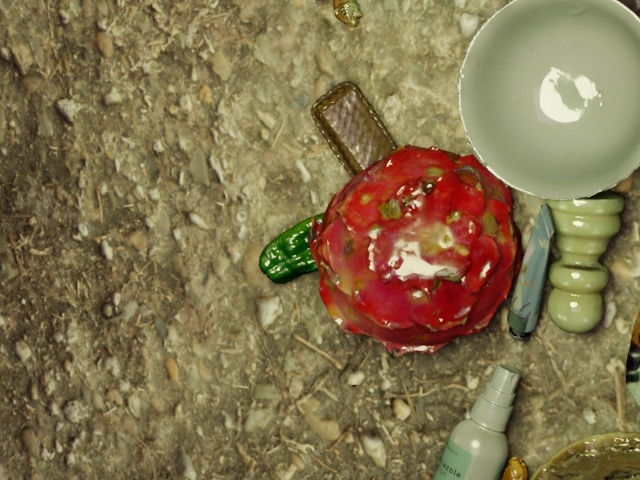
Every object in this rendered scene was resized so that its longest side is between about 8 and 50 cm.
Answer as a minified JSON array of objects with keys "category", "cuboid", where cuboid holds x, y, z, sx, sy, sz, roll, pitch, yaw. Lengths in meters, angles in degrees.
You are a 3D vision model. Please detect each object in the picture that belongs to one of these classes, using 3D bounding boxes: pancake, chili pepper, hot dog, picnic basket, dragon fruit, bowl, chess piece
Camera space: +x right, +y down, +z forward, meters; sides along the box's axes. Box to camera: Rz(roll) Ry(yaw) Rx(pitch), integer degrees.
[{"category":"pancake","cuboid":[0.523,0.508,1.857,0.386,0.082,0.387,4,100,23]},{"category":"chili pepper","cuboid":[0.001,0.001,2.016,0.253,0.083,0.099,-23,87,15]},{"category":"hot dog","cuboid":[0.332,0.465,1.930,0.045,0.071,0.165,20,100,15]},{"category":"picnic basket","cuboid":[0.070,-0.195,1.987,0.110,0.055,0.193,-35,82,20]},{"category":"dragon fruit","cuboid":[0.163,0.022,1.851,0.386,0.249,0.371,4,96,4]},{"category":"bowl","cuboid":[0.413,-0.248,1.789,0.345,0.157,0.346,7,107,26]},{"category":"chess piece","cuboid":[0.443,0.037,1.839,0.133,0.133,0.243,6,102,20]}]

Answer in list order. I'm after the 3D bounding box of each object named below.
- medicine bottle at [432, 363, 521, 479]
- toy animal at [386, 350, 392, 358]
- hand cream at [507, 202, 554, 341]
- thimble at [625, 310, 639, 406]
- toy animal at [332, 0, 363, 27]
[{"category":"medicine bottle","cuboid":[0.274,0.387,1.925,0.110,0.110,0.352,22,101,17]},{"category":"toy animal","cuboid":[0.102,0.113,2.008,0.074,0.041,0.217,4,100,18]},{"category":"hand cream","cuboid":[0.366,0.063,1.849,0.055,0.088,0.256,7,125,-1]},{"category":"thimble","cuboid":[0.617,0.188,1.741,0.237,0.150,0.237,10,119,19]},{"category":"toy animal","cuboid":[0.038,-0.512,1.975,0.099,0.057,0.241,-23,86,20]}]
